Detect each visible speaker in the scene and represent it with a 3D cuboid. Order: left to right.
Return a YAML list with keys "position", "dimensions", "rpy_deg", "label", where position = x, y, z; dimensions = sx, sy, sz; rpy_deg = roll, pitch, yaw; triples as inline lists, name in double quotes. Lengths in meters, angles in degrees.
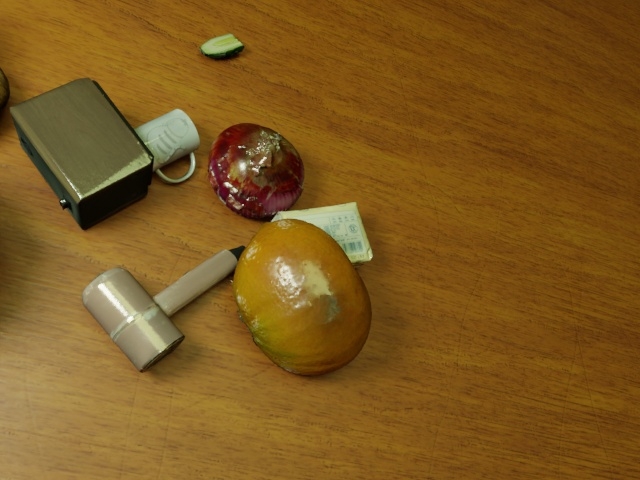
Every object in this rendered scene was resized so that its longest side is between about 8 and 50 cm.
- position: [-0.470, -0.174, 1.172]
  dimensions: [0.192, 0.153, 0.231]
  rpy_deg: [-35, 84, -26]
  label: "speaker"

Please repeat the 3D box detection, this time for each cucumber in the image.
- position: [-0.250, -0.476, 1.471]
  dimensions: [0.107, 0.035, 0.067]
  rpy_deg: [-28, 62, -29]
  label: "cucumber"

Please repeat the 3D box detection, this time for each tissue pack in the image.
- position: [0.000, 0.000, 1.327]
  dimensions: [0.196, 0.092, 0.148]
  rpy_deg: [-8, 73, -26]
  label: "tissue pack"

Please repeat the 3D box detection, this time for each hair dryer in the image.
- position: [-0.282, 0.089, 1.185]
  dimensions: [0.189, 0.107, 0.344]
  rpy_deg: [48, 50, 5]
  label: "hair dryer"

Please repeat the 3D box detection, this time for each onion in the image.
- position: [-0.134, -0.165, 1.307]
  dimensions: [0.230, 0.163, 0.229]
  rpy_deg: [8, 71, -25]
  label: "onion"

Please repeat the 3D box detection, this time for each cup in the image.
- position: [-0.331, -0.202, 1.276]
  dimensions: [0.133, 0.099, 0.136]
  rpy_deg: [-35, 80, -31]
  label: "cup"

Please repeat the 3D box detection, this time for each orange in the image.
- position: [-0.026, 0.128, 1.202]
  dimensions: [0.274, 0.310, 0.274]
  rpy_deg: [-8, 39, 6]
  label: "orange"

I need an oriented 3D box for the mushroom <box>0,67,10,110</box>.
- position: [-0.734, -0.314, 1.083]
  dimensions: [0.267, 0.254, 0.267]
  rpy_deg: [3, 64, -7]
  label: "mushroom"
